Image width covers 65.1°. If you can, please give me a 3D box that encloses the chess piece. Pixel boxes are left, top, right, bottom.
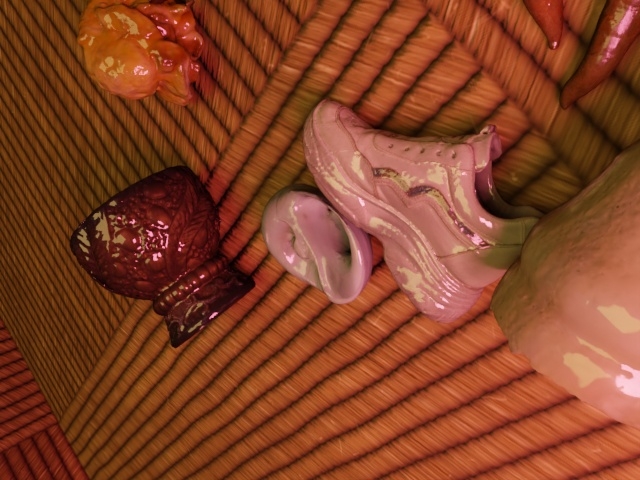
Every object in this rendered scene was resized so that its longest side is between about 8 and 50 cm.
[{"bbox_3d":[0.342,-0.072,0.405,0.234,0.234,0.442,35,121,25],"label":"chess piece"}]

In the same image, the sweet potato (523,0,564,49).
[{"bbox_3d":[0.241,-0.344,0.500,0.059,0.067,0.281,-115,27,-56],"label":"sweet potato"}]

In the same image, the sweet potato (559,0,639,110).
[{"bbox_3d":[0.313,-0.237,0.482,0.249,0.059,0.069,121,151,-49],"label":"sweet potato"}]

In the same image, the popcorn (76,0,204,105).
[{"bbox_3d":[-0.324,-0.344,0.883,0.253,0.190,0.191,34,131,22],"label":"popcorn"}]

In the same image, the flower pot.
[{"bbox_3d":[-0.275,0.040,0.942,0.266,0.266,0.267,-34,93,41],"label":"flower pot"}]

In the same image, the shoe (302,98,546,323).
[{"bbox_3d":[0.134,-0.083,0.642,0.342,0.132,0.210,52,124,10],"label":"shoe"}]

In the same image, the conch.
[{"bbox_3d":[0.003,-0.004,0.759,0.221,0.121,0.185,36,156,33],"label":"conch"}]
